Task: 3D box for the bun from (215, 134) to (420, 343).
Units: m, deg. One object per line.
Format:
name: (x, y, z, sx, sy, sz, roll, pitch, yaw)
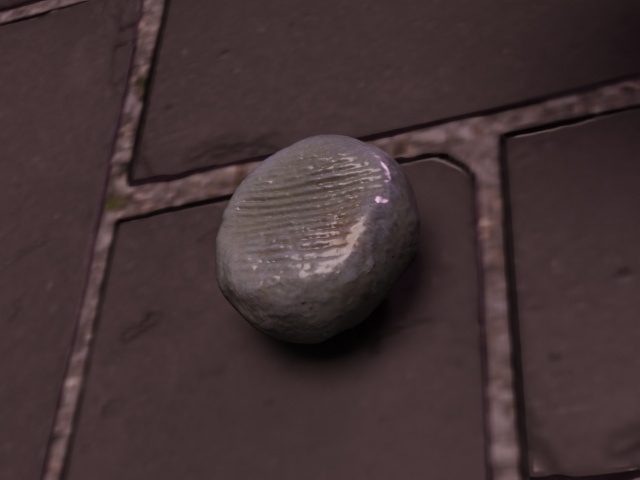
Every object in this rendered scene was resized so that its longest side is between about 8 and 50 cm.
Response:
bun: (0.000, 0.000, 0.410, 0.083, 0.045, 0.083, -14, 45, 14)
